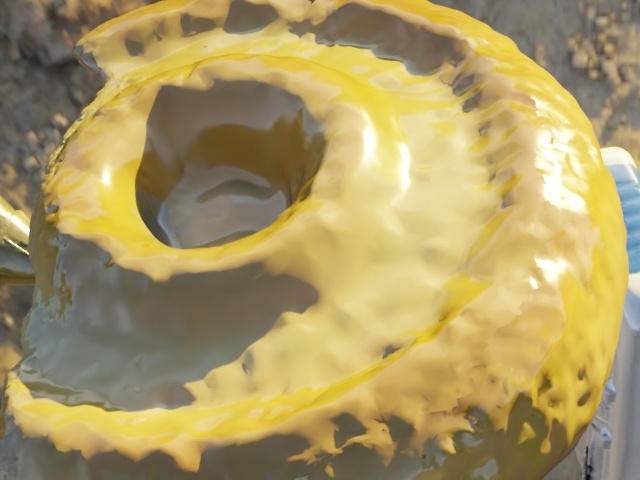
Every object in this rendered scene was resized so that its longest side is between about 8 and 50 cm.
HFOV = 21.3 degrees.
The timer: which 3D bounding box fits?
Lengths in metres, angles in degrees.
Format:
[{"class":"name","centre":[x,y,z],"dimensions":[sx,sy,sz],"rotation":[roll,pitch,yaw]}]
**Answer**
[{"class":"timer","centre":[0.214,0.072,1.279],"dimensions":[0.078,0.253,0.178],"rotation":[-10,45,-5]}]

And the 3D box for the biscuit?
[{"class":"biscuit","centre":[0.000,-0.001,0.602],"dimensions":[0.213,0.091,0.274],"rotation":[-9,42,4]}]

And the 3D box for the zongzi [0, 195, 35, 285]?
[{"class":"zongzi","centre":[-0.276,0.023,1.196],"dimensions":[0.176,0.078,0.160],"rotation":[44,94,3]}]
